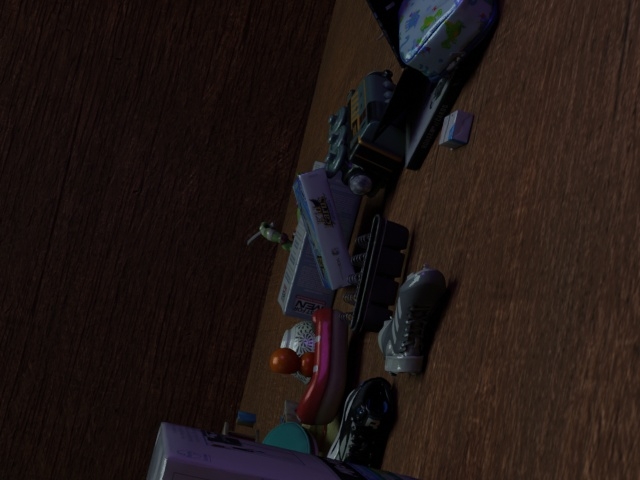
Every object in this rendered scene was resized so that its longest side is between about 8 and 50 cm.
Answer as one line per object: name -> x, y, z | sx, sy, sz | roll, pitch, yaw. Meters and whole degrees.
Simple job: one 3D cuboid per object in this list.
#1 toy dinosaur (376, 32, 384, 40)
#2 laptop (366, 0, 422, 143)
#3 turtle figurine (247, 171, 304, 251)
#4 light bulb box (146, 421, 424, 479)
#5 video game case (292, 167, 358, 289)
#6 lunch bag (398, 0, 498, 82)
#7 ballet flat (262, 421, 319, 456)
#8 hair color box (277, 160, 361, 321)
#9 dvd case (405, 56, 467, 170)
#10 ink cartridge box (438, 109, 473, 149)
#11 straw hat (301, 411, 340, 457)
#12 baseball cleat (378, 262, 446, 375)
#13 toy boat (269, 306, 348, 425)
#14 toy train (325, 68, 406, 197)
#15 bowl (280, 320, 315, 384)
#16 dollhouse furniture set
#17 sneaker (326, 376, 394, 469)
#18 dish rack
toy dinosaur -> 0.182, -0.515, 1.957 | 0.053, 0.092, 0.183 | -94, 20, -65
laptop -> 0.123, -0.357, 1.664 | 0.136, 0.264, 0.234 | -22, 16, 32
turtle figurine -> -0.065, -0.055, 2.449 | 0.275, 0.198, 0.266 | -118, 46, -72
light bulb box -> -0.048, 0.428, 1.023 | 0.225, 0.361, 0.358 | 173, 111, -79
video game case -> 0.006, -0.020, 1.938 | 0.269, 0.061, 0.244 | 161, 92, -86
lunch bag -> 0.211, -0.379, 1.489 | 0.176, 0.090, 0.219 | -46, 26, 35
ballet flat -> -0.040, 0.482, 1.645 | 0.400, 0.139, 0.139 | -116, 40, -70
hair color box -> 0.000, 0.000, 2.218 | 0.185, 0.113, 0.374 | -136, 62, -80
dvd case -> 0.205, -0.268, 1.626 | 0.239, 0.029, 0.179 | 113, 167, -49
ink cartridge box -> 0.212, -0.174, 1.434 | 0.083, 0.028, 0.048 | 162, 122, -80
straw hat -> -0.010, 0.393, 1.823 | 0.144, 0.061, 0.144 | -165, 90, -82
baseball cleat -> 0.141, 0.130, 1.327 | 0.206, 0.072, 0.109 | 108, 158, -51
toy boat -> -0.025, 0.245, 1.772 | 0.151, 0.151, 0.231 | 93, 180, -61
toy train -> 0.105, -0.230, 1.897 | 0.190, 0.142, 0.334 | -56, 16, 31
bowl -> -0.054, 0.266, 2.241 | 0.170, 0.080, 0.170 | -166, 90, -80
dollhouse furniture set -> -0.121, 0.439, 2.040 | 0.129, 0.183, 0.129 | -101, 26, -70
sneaker -> 0.063, 0.315, 1.421 | 0.121, 0.079, 0.217 | 116, 167, -59
dish rack -> 0.089, 0.073, 1.670 | 0.271, 0.074, 0.208 | 153, 132, -79
